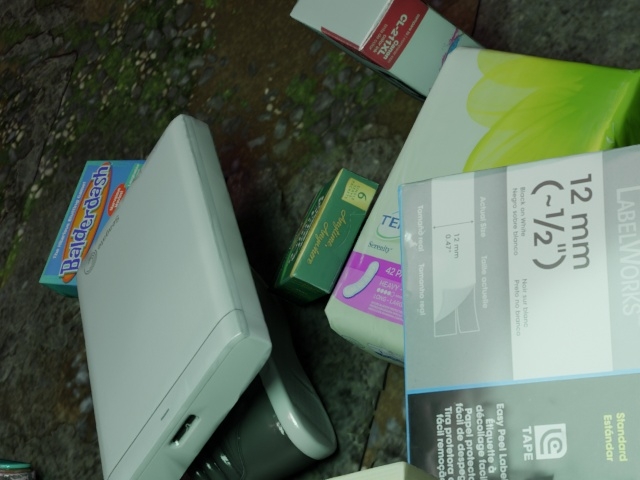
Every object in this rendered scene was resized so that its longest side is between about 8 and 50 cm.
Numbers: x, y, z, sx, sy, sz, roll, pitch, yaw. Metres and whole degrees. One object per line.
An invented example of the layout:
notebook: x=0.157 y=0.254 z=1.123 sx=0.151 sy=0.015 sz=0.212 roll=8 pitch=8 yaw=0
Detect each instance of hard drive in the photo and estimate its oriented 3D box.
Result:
hard drive: x=-0.152 y=0.064 z=1.501 sx=0.233 sy=0.047 sz=0.353 roll=-54 pitch=30 yaw=25

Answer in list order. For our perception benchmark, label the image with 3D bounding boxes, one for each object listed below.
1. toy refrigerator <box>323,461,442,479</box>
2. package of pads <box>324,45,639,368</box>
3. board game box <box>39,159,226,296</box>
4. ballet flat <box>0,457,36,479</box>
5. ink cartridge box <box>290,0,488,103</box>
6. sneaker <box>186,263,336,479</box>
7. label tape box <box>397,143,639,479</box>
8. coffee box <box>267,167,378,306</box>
toy refrigerator: x=0.103 y=0.251 z=1.091 sx=0.094 sy=0.269 sz=0.102 roll=-21 pitch=53 yaw=36
package of pads: x=0.153 y=-0.016 z=1.346 sx=0.229 sy=0.101 sz=0.296 roll=18 pitch=78 yaw=48
board game box: x=-0.213 y=-0.011 z=1.752 sx=0.210 sy=0.047 sz=0.160 roll=1 pitch=67 yaw=46
ballet flat: x=-0.391 y=0.266 z=1.742 sx=0.221 sy=0.077 sz=0.079 roll=10 pitch=92 yaw=48
ink cartridge box: x=0.079 y=-0.186 z=1.473 sx=0.127 sy=0.175 sz=0.072 roll=35 pitch=94 yaw=51
sneaker: x=-0.099 y=0.125 z=1.503 sx=0.147 sy=0.104 sz=0.295 roll=-38 pitch=48 yaw=14
label tape box: x=0.231 y=0.062 z=1.103 sx=0.348 sy=0.115 sz=0.249 roll=-9 pitch=74 yaw=32
coffee box: x=0.000 y=0.000 z=1.462 sx=0.113 sy=0.040 sz=0.184 roll=-64 pitch=5 yaw=-8
